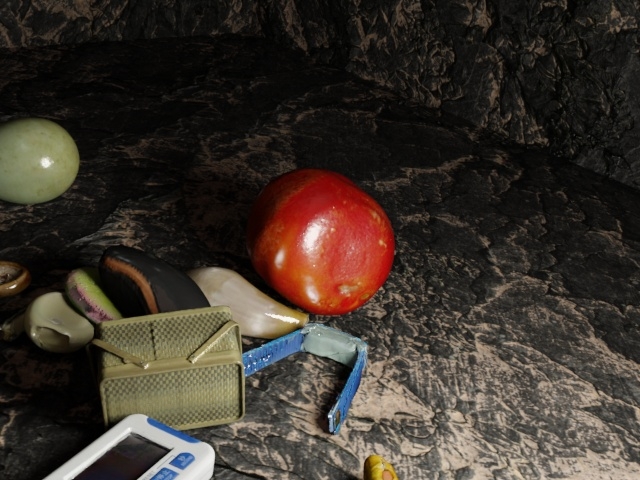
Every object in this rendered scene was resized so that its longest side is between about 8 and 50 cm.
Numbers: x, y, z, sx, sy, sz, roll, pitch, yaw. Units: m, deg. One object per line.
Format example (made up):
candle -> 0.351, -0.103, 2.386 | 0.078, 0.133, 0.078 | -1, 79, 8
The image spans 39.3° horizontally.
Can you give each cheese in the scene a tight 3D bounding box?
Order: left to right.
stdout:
cheese -> -0.506, 0.141, 1.781 | 0.137, 0.064, 0.227 | 24, 22, -11

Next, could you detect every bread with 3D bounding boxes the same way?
bread -> -0.413, 0.120, 1.828 | 0.229, 0.033, 0.228 | 28, 18, -10

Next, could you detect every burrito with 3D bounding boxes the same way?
burrito -> -0.575, 0.151, 1.795 | 0.045, 0.041, 0.185 | 54, 31, -3

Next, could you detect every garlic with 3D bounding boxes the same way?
garlic -> -0.172, 0.135, 1.907 | 0.318, 0.112, 0.143 | 24, 25, 6

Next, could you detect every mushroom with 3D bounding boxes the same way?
mushroom -> -0.671, 0.085, 1.883 | 0.123, 0.052, 0.123 | 2, 30, -1

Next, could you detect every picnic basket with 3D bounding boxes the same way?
picnic basket -> -0.261, 0.225, 1.544 | 0.267, 0.165, 0.139 | -6, 40, -12

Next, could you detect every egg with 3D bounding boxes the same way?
egg -> -0.757, -0.199, 2.257 | 0.296, 0.218, 0.218 | -4, 26, -1

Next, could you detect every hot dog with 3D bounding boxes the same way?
hot dog -> 0.109, 0.441, 1.371 | 0.061, 0.087, 0.286 | 4, 31, -8

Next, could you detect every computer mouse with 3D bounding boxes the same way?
computer mouse -> -0.315, 0.108, 1.794 | 0.323, 0.116, 0.183 | 44, 16, 27

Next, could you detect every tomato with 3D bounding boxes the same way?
tomato -> 0.000, 0.000, 1.978 | 0.325, 0.289, 0.293 | 27, 10, -25

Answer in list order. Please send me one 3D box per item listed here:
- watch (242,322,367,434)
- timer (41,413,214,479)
watch -> -0.057, 0.250, 1.740 | 0.276, 0.068, 0.274 | 16, 31, 13
timer -> -0.295, 0.374, 1.374 | 0.178, 0.078, 0.253 | 18, 26, 23
